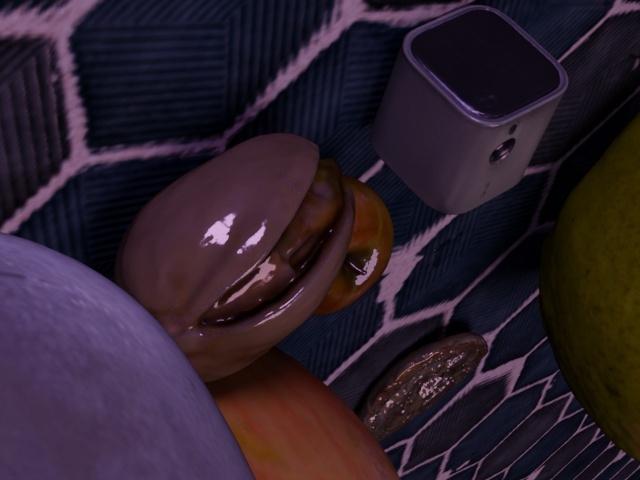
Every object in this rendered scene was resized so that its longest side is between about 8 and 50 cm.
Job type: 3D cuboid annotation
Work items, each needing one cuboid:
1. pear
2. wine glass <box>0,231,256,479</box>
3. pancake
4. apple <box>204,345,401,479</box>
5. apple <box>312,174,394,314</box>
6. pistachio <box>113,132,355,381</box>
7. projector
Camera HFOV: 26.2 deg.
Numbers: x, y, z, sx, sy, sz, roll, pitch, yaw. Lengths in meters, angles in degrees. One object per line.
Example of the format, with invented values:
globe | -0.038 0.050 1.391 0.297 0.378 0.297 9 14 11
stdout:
pear | 0.384 0.049 1.175 0.391 0.391 0.391 -35 157 -18
wine glass | -0.147 0.070 0.392 0.238 0.323 0.238 -35 159 -15
pancake | 0.094 0.135 1.296 0.158 0.028 0.158 -33 157 -16
apple | -0.056 0.218 0.828 0.252 0.309 0.314 -51 159 20
apple | 0.000 0.000 0.830 0.089 0.074 0.089 -34 154 -19
pistachio | -0.045 0.007 0.739 0.149 0.113 0.113 -42 159 -21
projector | 0.086 -0.078 0.819 0.083 0.083 0.082 -28 154 -32
